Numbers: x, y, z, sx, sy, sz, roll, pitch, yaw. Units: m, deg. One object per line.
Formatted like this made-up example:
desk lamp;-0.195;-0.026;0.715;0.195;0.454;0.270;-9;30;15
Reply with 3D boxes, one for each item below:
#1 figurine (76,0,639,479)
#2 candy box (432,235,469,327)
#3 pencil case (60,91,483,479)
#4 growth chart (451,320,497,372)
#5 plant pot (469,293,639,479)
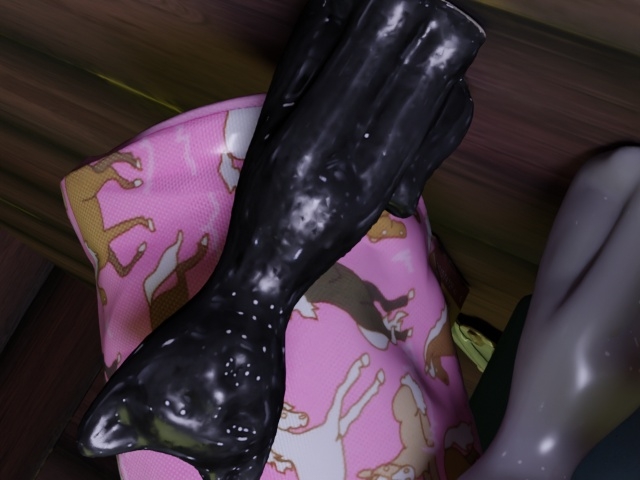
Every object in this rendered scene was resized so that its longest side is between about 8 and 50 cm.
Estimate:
figurine;0.043;0.038;0.581;0.215;0.209;0.092;31;171;-10
candy box;0.000;0.000;0.998;0.187;0.053;0.109;24;168;25
pencil case;0.005;0.118;0.672;0.160;0.386;0.167;-19;173;24
growth chart;0.200;0.124;1.132;0.237;0.021;0.172;26;170;24
plant pot;0.180;0.119;0.756;0.165;0.165;0.234;31;164;-6
